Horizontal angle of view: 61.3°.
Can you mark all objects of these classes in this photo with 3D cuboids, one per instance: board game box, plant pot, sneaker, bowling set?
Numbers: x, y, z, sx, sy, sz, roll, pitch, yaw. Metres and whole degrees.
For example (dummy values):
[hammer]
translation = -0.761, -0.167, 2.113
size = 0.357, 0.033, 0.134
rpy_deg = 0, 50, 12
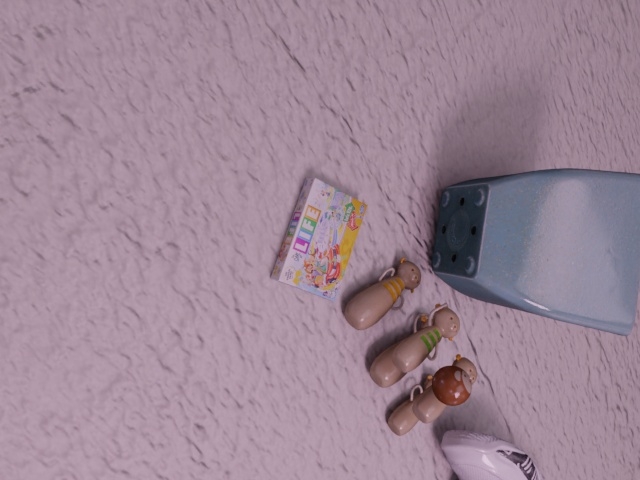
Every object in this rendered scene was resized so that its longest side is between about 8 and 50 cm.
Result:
[board game box]
translation = 0.000, 0.000, 0.786
size = 0.103, 0.026, 0.154
rpy_deg = 23, 82, -32
[plant pot]
translation = 0.331, 0.002, 0.883
size = 0.252, 0.247, 0.248
rpy_deg = 8, 90, -17
[sneaker]
translation = 0.318, 0.502, 0.928
size = 0.366, 0.137, 0.210
rpy_deg = 48, 49, -18
[bowling set]
translation = 0.181, 0.186, 0.828
size = 0.154, 0.199, 0.287
rpy_deg = -33, 115, -28
